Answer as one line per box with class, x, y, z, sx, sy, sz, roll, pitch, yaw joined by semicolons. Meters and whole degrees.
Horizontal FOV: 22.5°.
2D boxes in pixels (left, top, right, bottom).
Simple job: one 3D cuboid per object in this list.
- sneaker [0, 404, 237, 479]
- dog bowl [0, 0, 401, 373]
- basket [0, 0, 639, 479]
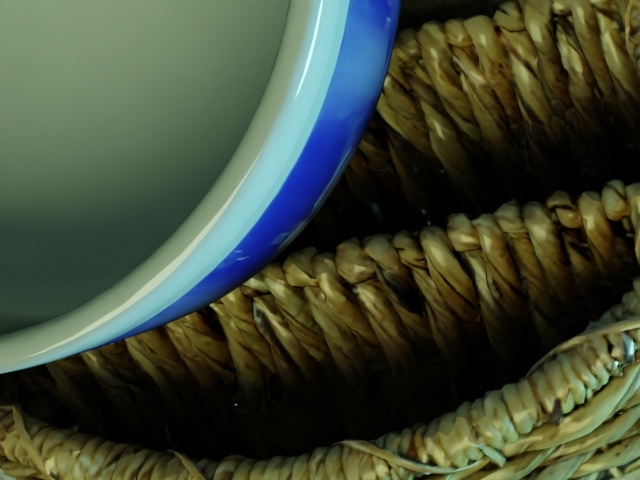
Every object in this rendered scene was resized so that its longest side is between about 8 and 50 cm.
sneaker;-0.013;0.156;0.807;0.365;0.137;0.210;6;133;14
dog bowl;-0.110;-0.091;0.526;0.264;0.104;0.265;1;93;17
basket;0.000;0.000;0.603;0.299;0.213;0.223;-10;129;20
